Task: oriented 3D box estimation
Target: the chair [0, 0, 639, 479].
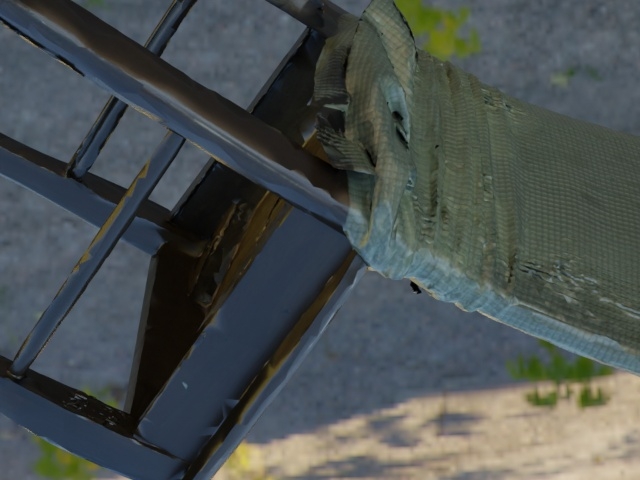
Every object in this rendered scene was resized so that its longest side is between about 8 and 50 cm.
[{"bbox_3d":[0.000,0.000,0.586,0.319,0.160,0.186,27,122,-17],"label":"chair"}]
